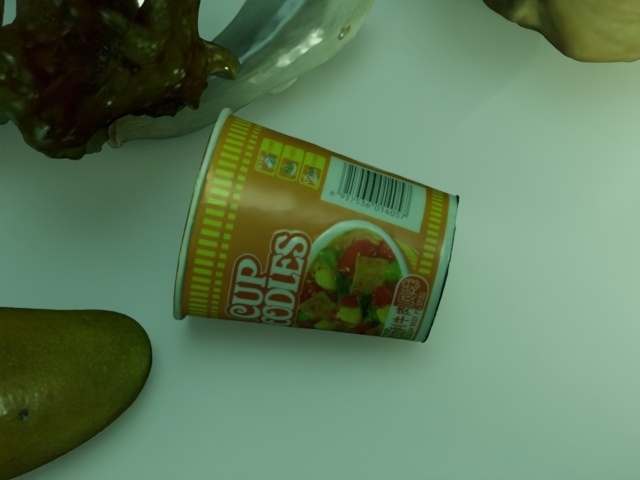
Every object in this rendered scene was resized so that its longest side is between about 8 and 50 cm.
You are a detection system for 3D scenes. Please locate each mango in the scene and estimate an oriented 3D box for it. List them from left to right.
[{"bbox_3d":[-0.230,0.106,0.800,0.227,0.099,0.136,-12,52,-17],"label":"mango"}]

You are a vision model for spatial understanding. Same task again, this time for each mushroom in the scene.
[{"bbox_3d":[-0.067,-0.161,0.960,0.278,0.099,0.096,-35,85,-9],"label":"mushroom"}]

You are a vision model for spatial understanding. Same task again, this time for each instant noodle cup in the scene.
[{"bbox_3d":[0.000,0.000,0.837,0.185,0.168,0.168,14,59,-1],"label":"instant noodle cup"}]

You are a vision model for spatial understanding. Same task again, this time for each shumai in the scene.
[{"bbox_3d":[-0.215,-0.216,0.839,0.323,0.324,0.397,25,68,28],"label":"shumai"}]

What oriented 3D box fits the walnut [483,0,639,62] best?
[{"bbox_3d":[0.242,-0.331,0.960,0.306,0.306,0.344,23,64,14],"label":"walnut"}]
